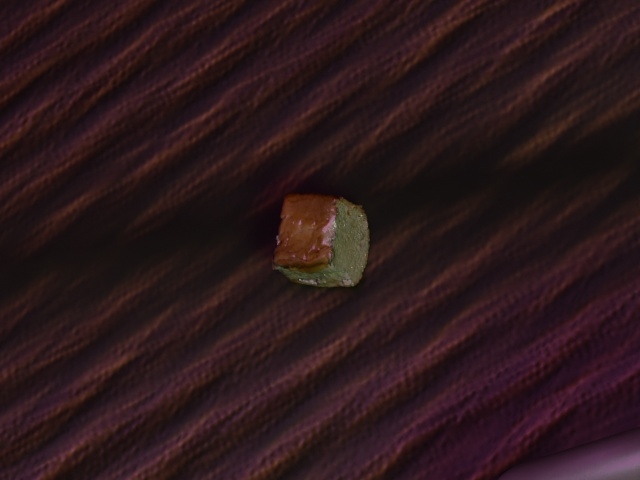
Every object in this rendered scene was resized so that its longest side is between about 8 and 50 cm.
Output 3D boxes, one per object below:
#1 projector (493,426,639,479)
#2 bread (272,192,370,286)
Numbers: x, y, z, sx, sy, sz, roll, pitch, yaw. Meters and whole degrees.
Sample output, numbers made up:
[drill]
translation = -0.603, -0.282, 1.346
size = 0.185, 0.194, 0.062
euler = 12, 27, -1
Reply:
[projector]
translation = 0.303, 0.259, 1.365
size = 0.249, 0.248, 0.248
euler = -29, 71, 53
[bread]
translation = 0.000, 0.001, 1.693
size = 0.070, 0.076, 0.083
euler = 2, 73, 28
